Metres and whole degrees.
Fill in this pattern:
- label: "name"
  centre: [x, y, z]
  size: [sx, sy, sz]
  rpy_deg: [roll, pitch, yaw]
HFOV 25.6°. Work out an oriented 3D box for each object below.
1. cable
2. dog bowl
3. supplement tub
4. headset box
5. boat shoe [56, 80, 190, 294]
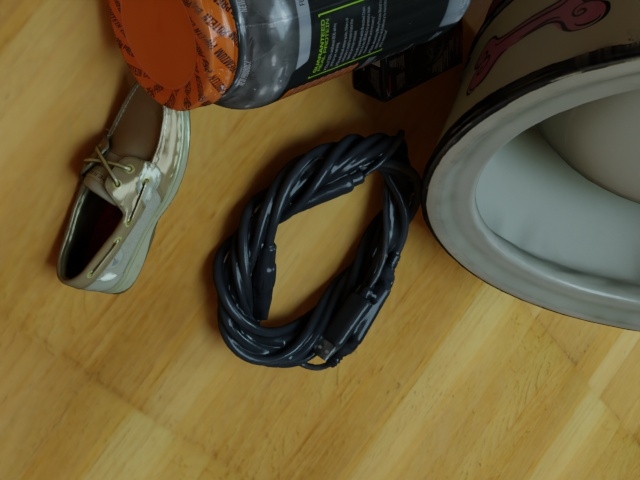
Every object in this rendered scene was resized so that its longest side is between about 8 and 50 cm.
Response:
- label: "cable"
  centre: [0.000, 0.000, 0.946]
  size: [0.150, 0.047, 0.184]
  rpy_deg: [27, 95, -46]
- label: "dog bowl"
  centre: [0.275, -0.077, 0.935]
  size: [0.408, 0.408, 0.150]
  rpy_deg: [42, 48, -50]
- label: "supplement tub"
  centre: [-0.014, -0.143, 0.779]
  size: [0.190, 0.117, 0.117]
  rpy_deg: [-25, 129, -35]
- label: "headset box"
  centre: [0.060, -0.137, 0.928]
  size: [0.083, 0.032, 0.062]
  rpy_deg: [-31, 133, -32]
- label: "boat shoe"
  centre: [-0.113, -0.030, 0.796]
  size: [0.045, 0.050, 0.135]
  rpy_deg: [-1, 114, -52]
